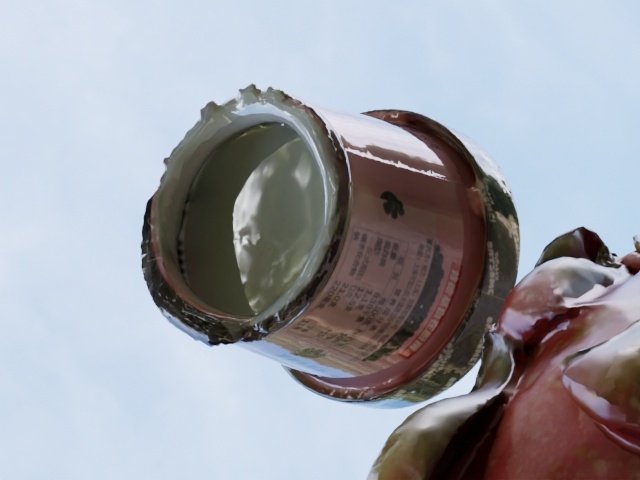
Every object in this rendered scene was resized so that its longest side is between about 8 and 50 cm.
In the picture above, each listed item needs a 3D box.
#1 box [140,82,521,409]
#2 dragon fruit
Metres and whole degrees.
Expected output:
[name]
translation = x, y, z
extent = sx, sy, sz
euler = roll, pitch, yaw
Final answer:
[box]
translation = 0.000, 0.000, 0.924
extent = 0.135, 0.151, 0.151
euler = 16, -86, -50
[dragon fruit]
translation = 0.129, 0.123, 0.712
extent = 0.307, 0.243, 0.228
euler = -25, -76, 19
